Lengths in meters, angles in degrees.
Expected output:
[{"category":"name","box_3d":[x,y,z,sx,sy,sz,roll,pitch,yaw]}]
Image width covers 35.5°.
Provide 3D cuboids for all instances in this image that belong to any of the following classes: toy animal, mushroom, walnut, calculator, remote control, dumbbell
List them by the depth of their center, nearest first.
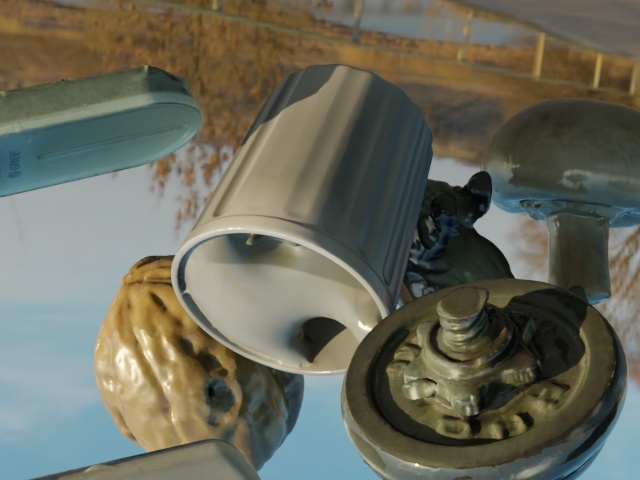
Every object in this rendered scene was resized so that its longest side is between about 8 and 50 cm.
[{"category":"calculator","box_3d":[-0.131,0.203,0.649,0.210,0.121,0.039,-9,176,-19]},{"category":"dumbbell","box_3d":[0.136,0.197,0.683,0.179,0.406,0.179,-13,-148,8]},{"category":"remote control","box_3d":[-0.206,-0.072,0.720,0.247,0.052,0.104,-15,163,-22]},{"category":"toy animal","box_3d":[0.084,-0.004,0.916,0.343,0.168,0.106,41,-135,17]},{"category":"walnut","box_3d":[-0.121,0.131,0.996,0.198,0.245,0.198,-25,-162,9]},{"category":"mushroom","box_3d":[0.264,-0.035,1.019,0.207,0.215,0.207,5,169,1]}]

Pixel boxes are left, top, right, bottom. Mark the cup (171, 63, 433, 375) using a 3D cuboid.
[{"category":"cup","box_3d":[-0.013,-0.008,0.802,0.167,0.202,0.221,27,142,-7]}]
